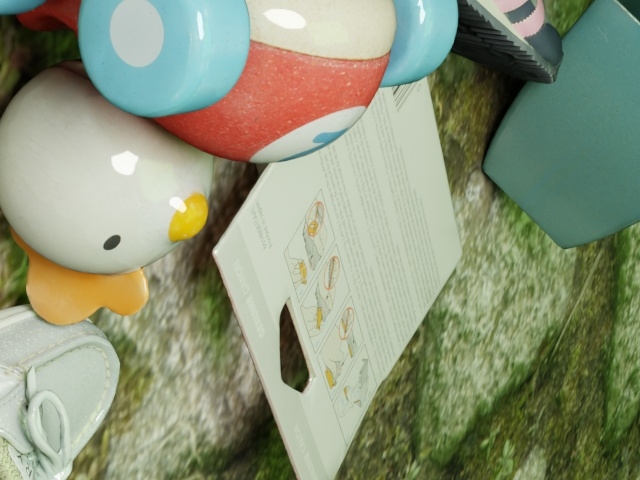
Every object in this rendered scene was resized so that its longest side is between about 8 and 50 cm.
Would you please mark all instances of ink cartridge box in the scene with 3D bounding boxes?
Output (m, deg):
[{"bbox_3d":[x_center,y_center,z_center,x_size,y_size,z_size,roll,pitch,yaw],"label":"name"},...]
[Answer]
[{"bbox_3d":[0.000,0.000,1.207,0.261,0.066,0.296,-57,149,-31],"label":"ink cartridge box"}]

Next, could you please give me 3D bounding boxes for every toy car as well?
[{"bbox_3d":[-0.084,-0.054,0.882,0.219,0.210,0.238,-15,130,-54],"label":"toy car"}]

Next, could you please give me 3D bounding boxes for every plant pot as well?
[{"bbox_3d":[0.255,-0.112,1.476,0.234,0.166,0.165,-45,179,43],"label":"plant pot"}]

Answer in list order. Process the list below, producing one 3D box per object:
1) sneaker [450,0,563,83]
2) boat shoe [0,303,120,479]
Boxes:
[{"bbox_3d":[0.120,-0.211,1.274,0.131,0.112,0.319,-68,155,-5],"label":"sneaker"},{"bbox_3d":[-0.192,0.140,0.862,0.320,0.103,0.118,-41,139,-49],"label":"boat shoe"}]
